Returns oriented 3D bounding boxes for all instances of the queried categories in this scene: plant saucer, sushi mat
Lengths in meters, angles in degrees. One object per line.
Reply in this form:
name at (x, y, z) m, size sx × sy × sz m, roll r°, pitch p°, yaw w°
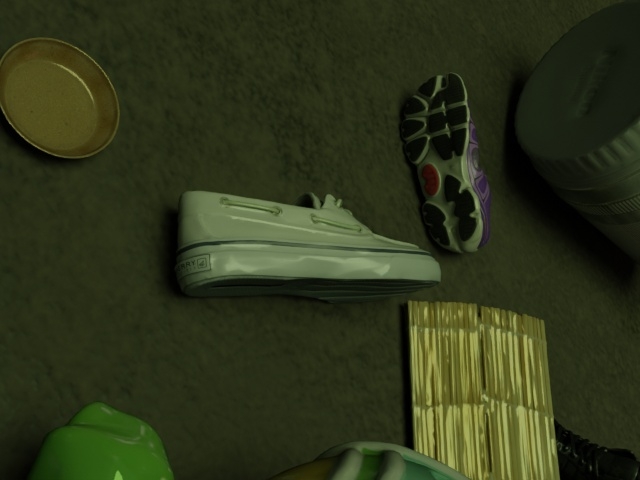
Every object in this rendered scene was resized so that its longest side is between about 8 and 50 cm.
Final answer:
plant saucer at (-0.170, -0.089, 0.546) m, size 0.083 × 0.015 × 0.083 m, roll 18°, pitch 61°, yaw -36°
sushi mat at (0.138, 0.204, 0.689) m, size 0.151 × 0.019 × 0.316 m, roll 11°, pitch 64°, yaw -23°

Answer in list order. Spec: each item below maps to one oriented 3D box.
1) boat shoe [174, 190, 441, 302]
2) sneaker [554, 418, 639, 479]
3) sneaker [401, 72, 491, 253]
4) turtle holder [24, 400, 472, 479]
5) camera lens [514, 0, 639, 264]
boat shoe at (0.000, 0.000, 0.619) m, size 0.226 × 0.083 × 0.075 m, roll 5°, pitch 70°, yaw -41°
sneaker at (0.247, 0.202, 0.763) m, size 0.170 × 0.089 × 0.051 m, roll 53°, pitch 46°, yaw -13°
sneaker at (0.123, -0.070, 0.794) m, size 0.071 × 0.068 × 0.169 m, roll 4°, pitch 79°, yaw -58°
turtle holder at (-0.002, 0.229, 0.449) m, size 0.320 × 0.243 × 0.227 m, roll 11°, pitch 39°, yaw 3°
camera lens at (0.371, -0.096, 0.911) m, size 0.274 × 0.219 × 0.219 m, roll 33°, pitch 53°, yaw -29°
